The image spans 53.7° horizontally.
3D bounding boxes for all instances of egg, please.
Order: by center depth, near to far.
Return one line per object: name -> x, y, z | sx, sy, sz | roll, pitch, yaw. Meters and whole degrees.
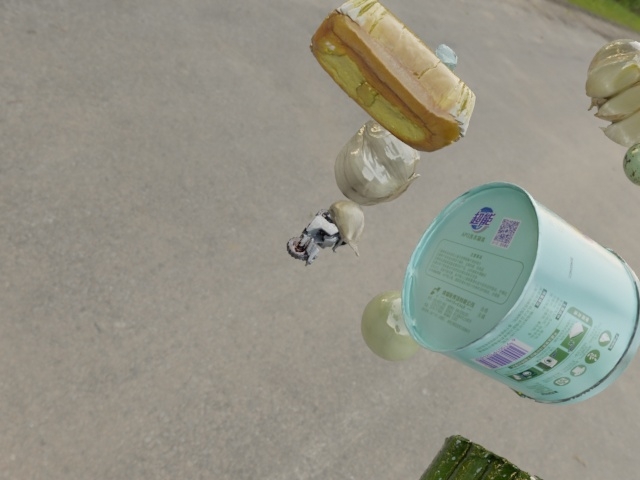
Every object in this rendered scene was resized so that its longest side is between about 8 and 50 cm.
egg -> 0.726, -0.170, 1.420 | 0.085, 0.085, 0.110 | 27, 51, -21
egg -> 0.241, 0.281, 2.069 | 0.219, 0.219, 0.269 | -97, 166, -47

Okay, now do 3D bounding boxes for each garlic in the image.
garlic -> 0.060, -0.038, 1.275 | 0.084, 0.066, 0.152 | 58, 2, -22
garlic -> 0.104, -0.162, 1.412 | 0.142, 0.229, 0.178 | -28, 77, -34
garlic -> 0.798, -0.380, 1.643 | 0.184, 0.203, 0.281 | -25, 86, -43

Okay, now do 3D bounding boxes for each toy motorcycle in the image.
toy motorcycle -> 0.000, 0.000, 1.704 | 0.122, 0.080, 0.215 | 36, 46, 8

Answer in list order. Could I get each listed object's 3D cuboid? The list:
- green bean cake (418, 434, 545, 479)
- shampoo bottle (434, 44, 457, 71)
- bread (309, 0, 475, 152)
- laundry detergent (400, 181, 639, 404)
green bean cake -> 0.341, 0.550, 1.159 | 0.218, 0.335, 0.319 | -50, 117, -17
shampoo bottle -> 0.264, -0.372, 1.499 | 0.049, 0.212, 0.072 | -24, 71, -18
bread -> 0.121, -0.274, 1.046 | 0.288, 0.152, 0.119 | 40, 67, -13
laundry detergent -> 0.337, 0.100, 1.026 | 0.305, 0.287, 0.287 | 28, 34, -26
